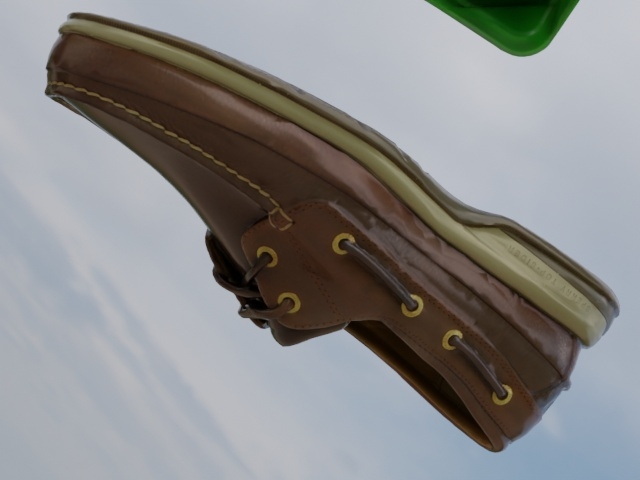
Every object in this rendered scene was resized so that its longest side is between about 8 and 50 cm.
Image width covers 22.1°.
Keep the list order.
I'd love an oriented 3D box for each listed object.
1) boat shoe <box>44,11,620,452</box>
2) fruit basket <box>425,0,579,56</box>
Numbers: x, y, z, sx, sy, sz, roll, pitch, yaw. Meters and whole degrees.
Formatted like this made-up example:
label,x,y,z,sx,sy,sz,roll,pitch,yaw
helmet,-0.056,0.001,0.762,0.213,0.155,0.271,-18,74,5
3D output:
label,x,y,z,sx,sy,sz,roll,pitch,yaw
boat shoe,0.000,0.000,0.445,0.178,0.060,0.064,31,-6,-19
fruit basket,0.199,-0.341,1.382,0.283,0.392,0.392,31,-14,-9
